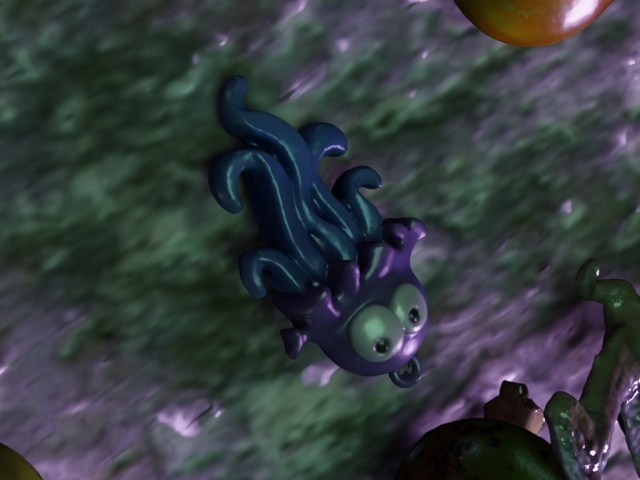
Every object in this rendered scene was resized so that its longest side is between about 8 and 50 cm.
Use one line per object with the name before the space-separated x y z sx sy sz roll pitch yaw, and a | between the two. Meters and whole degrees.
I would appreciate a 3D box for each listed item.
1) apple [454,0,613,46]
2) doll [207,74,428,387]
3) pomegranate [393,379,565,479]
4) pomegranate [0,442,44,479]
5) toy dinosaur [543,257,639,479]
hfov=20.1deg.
apple | 0.119 -0.163 0.995 0.114 0.099 0.102 -49 131 -36
doll | 0.000 0.000 1.000 0.110 0.067 0.206 -41 107 -21
pomegranate | 0.098 0.158 1.067 0.130 0.130 0.130 -7 107 -25
pomegranate | -0.199 0.134 0.899 0.129 0.129 0.159 -22 112 -20
toy dinosaur | 0.223 0.084 1.104 0.294 0.077 0.162 9 89 -40
